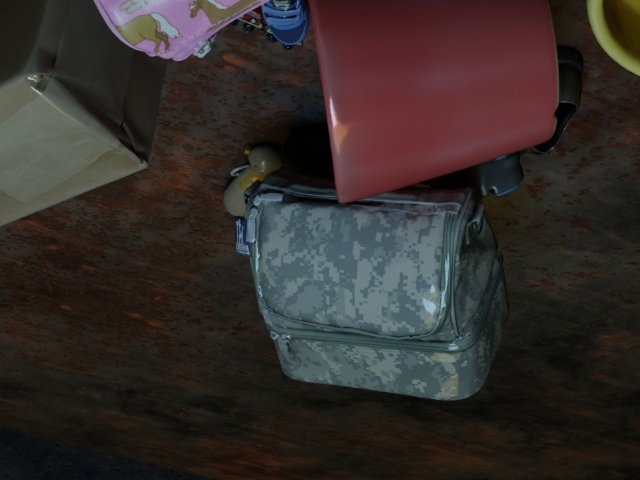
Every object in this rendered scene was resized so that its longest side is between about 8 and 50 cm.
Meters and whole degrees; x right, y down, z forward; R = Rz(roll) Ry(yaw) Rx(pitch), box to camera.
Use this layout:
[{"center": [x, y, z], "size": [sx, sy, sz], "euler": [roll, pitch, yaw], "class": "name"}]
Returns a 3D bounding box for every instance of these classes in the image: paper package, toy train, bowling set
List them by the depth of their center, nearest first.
[{"center": [-0.329, -0.186, 1.166], "size": [0.324, 0.310, 0.168], "euler": [-18, 140, 30], "class": "paper package"}, {"center": [-0.086, -0.267, 1.280], "size": [0.158, 0.027, 0.036], "euler": [20, 133, -23], "class": "toy train"}, {"center": [0.000, 0.000, 1.560], "size": [0.287, 0.200, 0.154], "euler": [11, 148, -19], "class": "bowling set"}]

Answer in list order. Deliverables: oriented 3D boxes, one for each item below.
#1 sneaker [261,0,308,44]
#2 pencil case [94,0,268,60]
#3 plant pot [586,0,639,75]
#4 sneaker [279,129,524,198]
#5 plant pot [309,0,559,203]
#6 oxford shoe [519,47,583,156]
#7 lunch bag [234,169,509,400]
[{"center": [-0.044, -0.270, 1.220], "size": [0.053, 0.059, 0.144], "euler": [-8, 141, 4], "class": "sneaker"}, {"center": [-0.034, -0.315, 1.000], "size": [0.386, 0.160, 0.167], "euler": [-25, 144, 20], "class": "pencil case"}, {"center": [0.358, -0.303, 0.956], "size": [0.254, 0.239, 0.254], "euler": [3, 150, 2], "class": "plant pot"}, {"center": [0.101, -0.137, 1.408], "size": [0.340, 0.140, 0.125], "euler": [3, -165, 29], "class": "sneaker"}, {"center": [0.119, -0.186, 1.183], "size": [0.243, 0.275, 0.275], "euler": [-7, 149, 1], "class": "plant pot"}, {"center": [0.256, -0.142, 1.379], "size": [0.082, 0.096, 0.227], "euler": [10, 151, -13], "class": "oxford shoe"}, {"center": [0.067, 0.036, 1.350], "size": [0.305, 0.213, 0.256], "euler": [6, 130, 25], "class": "lunch bag"}]
